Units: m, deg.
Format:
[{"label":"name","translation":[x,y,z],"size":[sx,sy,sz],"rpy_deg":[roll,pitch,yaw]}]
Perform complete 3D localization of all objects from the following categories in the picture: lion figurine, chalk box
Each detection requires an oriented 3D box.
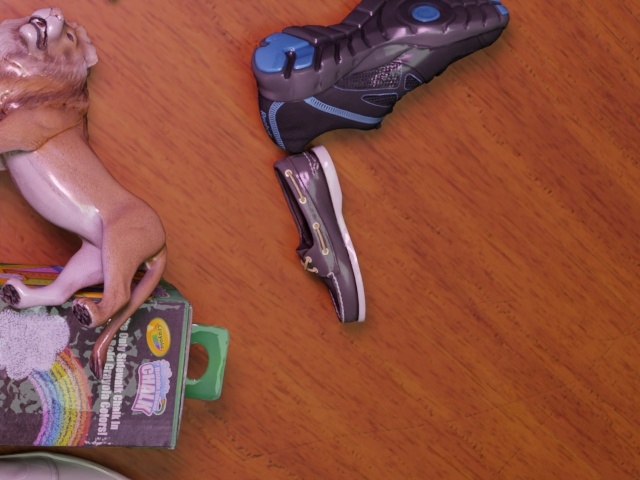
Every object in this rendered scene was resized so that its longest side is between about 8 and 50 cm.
[{"label":"lion figurine","translation":[-0.271,-0.060,1.568],"size":[0.240,0.142,0.392],"rpy_deg":[-32,91,-46]},{"label":"chalk box","translation":[-0.253,0.132,1.667],"size":[0.289,0.179,0.180],"rpy_deg":[5,99,-21]}]

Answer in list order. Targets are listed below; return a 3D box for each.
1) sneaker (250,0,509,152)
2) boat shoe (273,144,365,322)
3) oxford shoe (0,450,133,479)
[{"label":"sneaker","translation":[0.073,-0.218,1.759],"size":[0.341,0.125,0.140],"rpy_deg":[-19,134,-17]},{"label":"boat shoe","translation":[0.000,0.000,1.783],"size":[0.068,0.081,0.228],"rpy_deg":[-17,99,-13]},{"label":"oxford shoe","translation":[-0.397,0.323,1.683],"size":[0.449,0.130,0.169],"rpy_deg":[16,94,-23]}]
